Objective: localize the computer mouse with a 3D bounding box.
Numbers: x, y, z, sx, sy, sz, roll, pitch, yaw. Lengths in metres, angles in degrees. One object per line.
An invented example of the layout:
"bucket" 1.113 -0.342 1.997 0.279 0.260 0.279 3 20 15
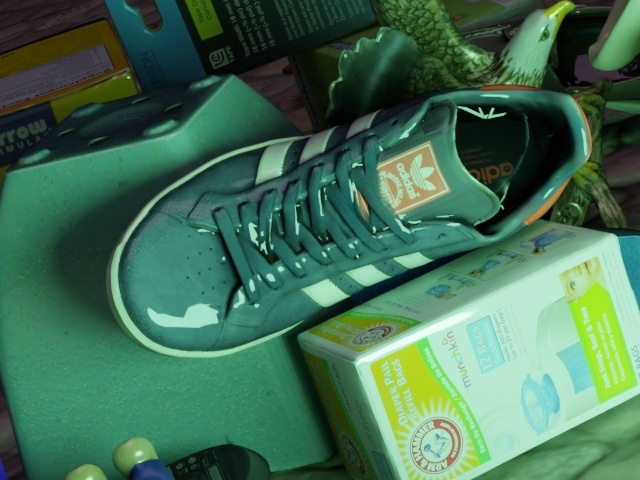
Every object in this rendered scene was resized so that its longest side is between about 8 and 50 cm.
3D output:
"computer mouse" -0.142 0.207 1.304 0.242 0.041 0.071 -24 37 -1

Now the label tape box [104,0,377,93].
"label tape box" -0.070 -0.317 2.058 0.334 0.240 0.106 -20 18 6

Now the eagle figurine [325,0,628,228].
"eagle figurine" 0.109 -0.126 1.541 0.298 0.225 0.226 21 7 -24

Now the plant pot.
"plant pot" -0.109 0.019 1.463 0.248 0.252 0.247 -11 19 21

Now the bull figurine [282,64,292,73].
"bull figurine" 0.099 -0.268 2.360 0.310 0.101 0.188 -15 14 4

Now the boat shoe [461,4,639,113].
"boat shoe" 0.225 -0.171 1.825 0.305 0.091 0.109 -2 65 6

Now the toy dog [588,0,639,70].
"toy dog" 0.472 -0.230 1.455 0.408 0.395 0.284 25 46 -2

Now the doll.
"doll" -0.114 0.204 1.218 0.129 0.046 0.189 -28 34 -5

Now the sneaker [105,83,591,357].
"sneaker" 0.026 -0.027 1.283 0.350 0.131 0.148 -25 2 -23

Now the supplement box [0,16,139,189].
"supplement box" -0.273 -0.092 2.050 0.194 0.195 0.356 -20 17 -4

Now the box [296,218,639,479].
"box" 0.105 0.079 1.292 0.203 0.114 0.103 -24 15 -19

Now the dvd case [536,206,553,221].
"dvd case" 0.090 -0.027 1.779 0.253 0.022 0.180 -15 17 12

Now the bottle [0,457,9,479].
"bottle" -0.353 0.224 1.354 0.118 0.092 0.283 3 27 46

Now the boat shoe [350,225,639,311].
"boat shoe" 0.148 0.036 1.440 0.258 0.109 0.089 7 2 14

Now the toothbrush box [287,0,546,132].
"toothbrush box" 0.108 -0.189 2.077 0.206 0.122 0.283 -25 19 -14
